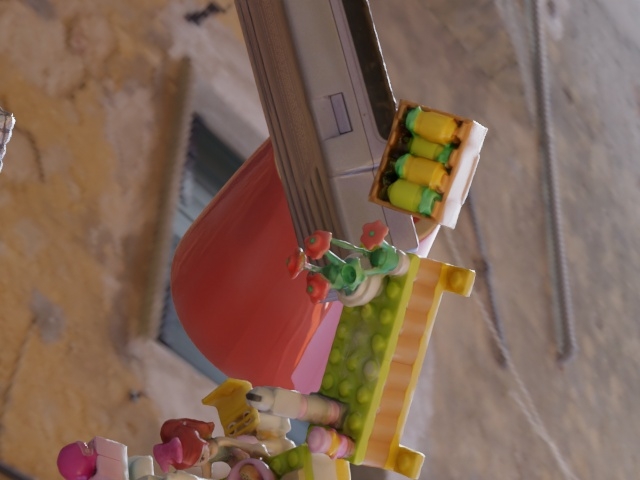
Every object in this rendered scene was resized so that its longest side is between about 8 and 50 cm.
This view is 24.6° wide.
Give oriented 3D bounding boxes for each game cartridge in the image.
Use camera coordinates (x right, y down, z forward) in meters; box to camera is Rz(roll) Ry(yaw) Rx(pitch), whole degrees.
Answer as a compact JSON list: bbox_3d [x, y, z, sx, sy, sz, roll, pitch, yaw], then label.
[{"bbox_3d":[-0.012,-0.143,1.007,0.068,0.230,0.355,-13,-97,-13],"label":"game cartridge"}]

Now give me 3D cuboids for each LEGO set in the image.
[{"bbox_3d":[-0.031,0.063,0.636,0.287,0.107,0.132,-50,-134,25],"label":"LEGO set"}]

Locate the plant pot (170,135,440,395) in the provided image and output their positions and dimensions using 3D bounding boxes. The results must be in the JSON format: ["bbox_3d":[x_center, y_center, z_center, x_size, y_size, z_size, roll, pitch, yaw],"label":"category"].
[{"bbox_3d":[0.000,0.000,1.589,0.243,0.275,0.275,123,-25,-45],"label":"plant pot"}]

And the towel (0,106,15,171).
[{"bbox_3d":[-0.466,-0.075,1.528,0.283,0.121,0.235,33,-69,34],"label":"towel"}]
